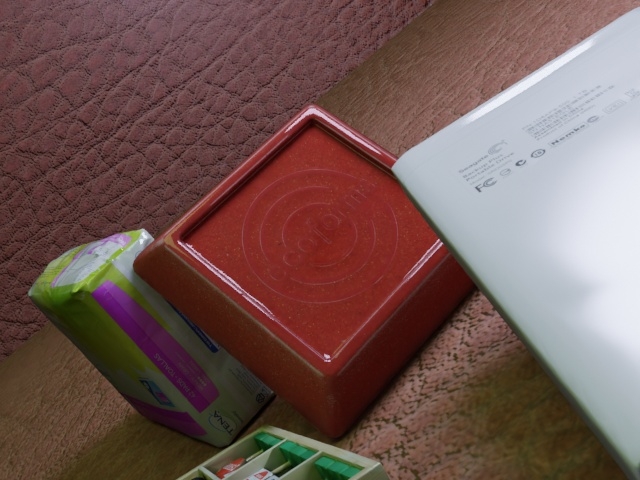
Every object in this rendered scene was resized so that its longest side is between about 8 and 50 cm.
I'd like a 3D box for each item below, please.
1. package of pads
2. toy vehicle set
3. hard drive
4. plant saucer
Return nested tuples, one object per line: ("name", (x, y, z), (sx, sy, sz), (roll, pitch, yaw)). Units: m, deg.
("package of pads", (-0.203, 0.104, 0.912), (0.101, 0.229, 0.296), (-46, 16, -24))
("toy vehicle set", (-0.066, 0.194, 0.558), (0.166, 0.035, 0.267), (-29, 2, -20))
("hard drive", (0.193, -0.032, 0.472), (0.233, 0.047, 0.353), (-32, 26, 3))
("plant saucer", (0.000, 0.000, 0.744), (0.258, 0.259, 0.048), (-44, -24, -21))
